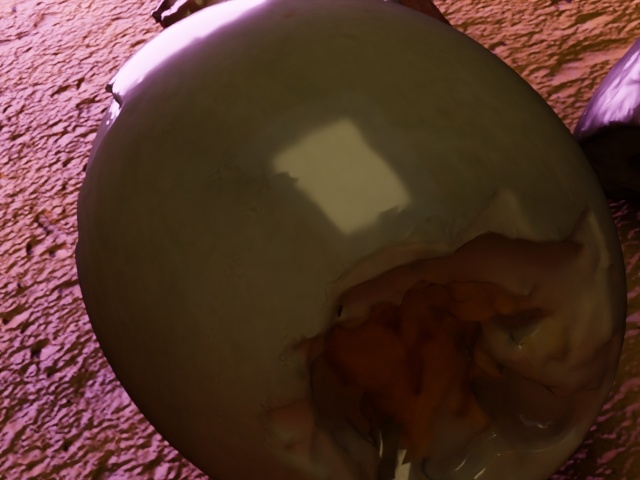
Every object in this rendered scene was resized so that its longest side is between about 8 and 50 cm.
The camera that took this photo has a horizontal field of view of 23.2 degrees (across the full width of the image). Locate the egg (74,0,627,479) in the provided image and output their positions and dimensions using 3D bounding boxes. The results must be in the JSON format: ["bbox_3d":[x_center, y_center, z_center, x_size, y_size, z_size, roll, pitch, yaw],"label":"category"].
[{"bbox_3d":[0.000,0.000,0.869,0.278,0.278,0.336,-30,37,-13],"label":"egg"}]

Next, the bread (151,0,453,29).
[{"bbox_3d":[-0.013,-0.129,1.136,0.190,0.123,0.244,-48,47,-5],"label":"bread"}]

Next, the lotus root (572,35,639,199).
[{"bbox_3d":[0.299,-0.137,0.979,0.314,0.142,0.210,-40,40,-9],"label":"lotus root"}]
